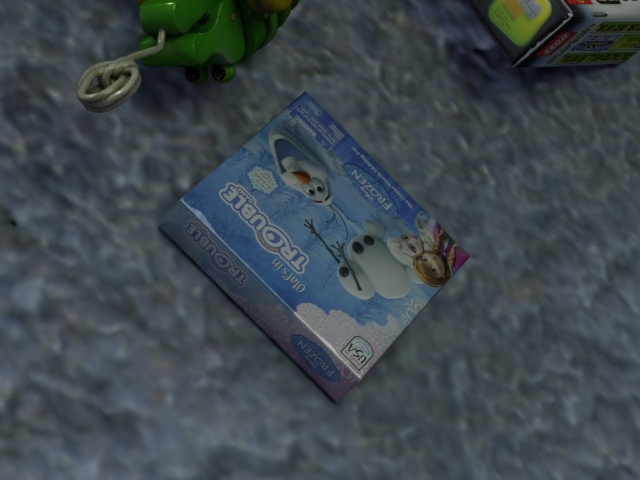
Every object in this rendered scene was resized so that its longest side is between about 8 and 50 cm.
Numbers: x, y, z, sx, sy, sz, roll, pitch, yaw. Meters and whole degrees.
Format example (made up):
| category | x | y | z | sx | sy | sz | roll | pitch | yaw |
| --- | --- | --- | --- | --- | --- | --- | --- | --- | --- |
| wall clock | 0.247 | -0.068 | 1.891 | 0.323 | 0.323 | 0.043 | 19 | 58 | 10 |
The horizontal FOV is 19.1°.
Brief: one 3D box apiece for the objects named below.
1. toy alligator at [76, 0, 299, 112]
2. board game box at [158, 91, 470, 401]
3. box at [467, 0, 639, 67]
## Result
| category | x | y | z | sx | sy | sz | roll | pitch | yaw |
| --- | --- | --- | --- | --- | --- | --- | --- | --- | --- |
| toy alligator | -0.039 | -0.085 | 0.716 | 0.190 | 0.056 | 0.051 | -61 | 141 | -46 |
| board game box | 0.000 | 0.000 | 0.699 | 0.090 | 0.020 | 0.090 | 45 | 44 | 0 |
| box | 0.068 | -0.170 | 0.849 | 0.114 | 0.036 | 0.207 | -9 | 63 | -56 |
